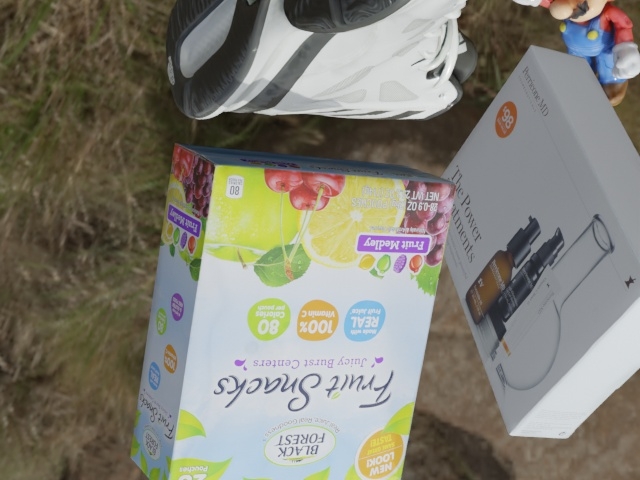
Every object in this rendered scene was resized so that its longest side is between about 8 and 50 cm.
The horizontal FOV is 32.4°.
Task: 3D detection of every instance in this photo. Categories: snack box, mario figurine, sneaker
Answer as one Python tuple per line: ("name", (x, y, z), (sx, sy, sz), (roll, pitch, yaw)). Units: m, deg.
("snack box", (-0.017, 0.051, 0.699), (0.174, 0.070, 0.207), (2, 105, -31))
("mario figurine", (0.429, -0.358, 1.856), (0.198, 0.170, 0.320), (-7, 137, 16))
("sneaker", (0.074, -0.223, 0.949), (0.257, 0.169, 0.447), (-1, 167, -36))

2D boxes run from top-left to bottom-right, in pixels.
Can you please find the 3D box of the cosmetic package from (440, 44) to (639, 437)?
("cosmetic package", (0.272, 0.000, 1.311), (0.097, 0.377, 0.284), (9, 135, -27))
